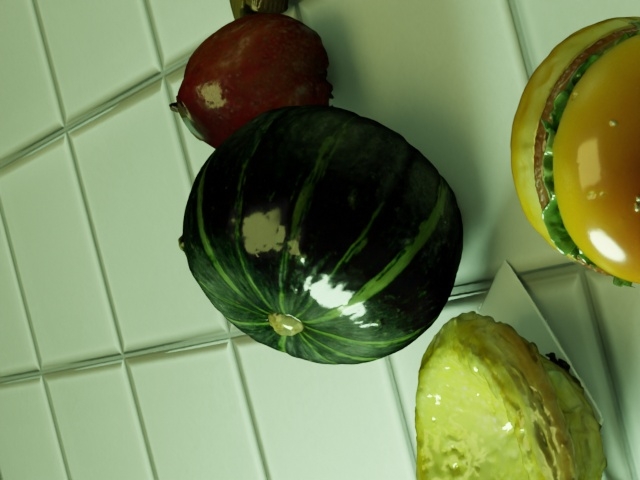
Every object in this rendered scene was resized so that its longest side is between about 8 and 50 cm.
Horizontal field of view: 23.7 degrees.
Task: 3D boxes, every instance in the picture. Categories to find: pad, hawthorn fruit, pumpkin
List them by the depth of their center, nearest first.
[{"bbox_3d":[0.225,0.151,1.662,0.232,0.004,0.156,62,147,36],"label":"pad"},{"bbox_3d":[0.000,0.000,1.724,0.323,0.241,0.323,17,143,13],"label":"pumpkin"},{"bbox_3d":[-0.085,-0.181,1.856,0.185,0.202,0.185,-14,-90,-85],"label":"hawthorn fruit"}]

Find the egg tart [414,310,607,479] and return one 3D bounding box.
[{"bbox_3d":[0.201,0.220,1.589,0.315,0.120,0.315,175,90,-65],"label":"egg tart"}]

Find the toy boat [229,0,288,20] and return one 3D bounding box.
[{"bbox_3d":[-0.067,-0.365,1.901,0.088,0.068,0.226,37,128,39],"label":"toy boat"}]

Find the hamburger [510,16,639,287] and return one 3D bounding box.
[{"bbox_3d":[0.291,-0.074,1.280,0.170,0.246,0.246,-151,53,-65],"label":"hamburger"}]
